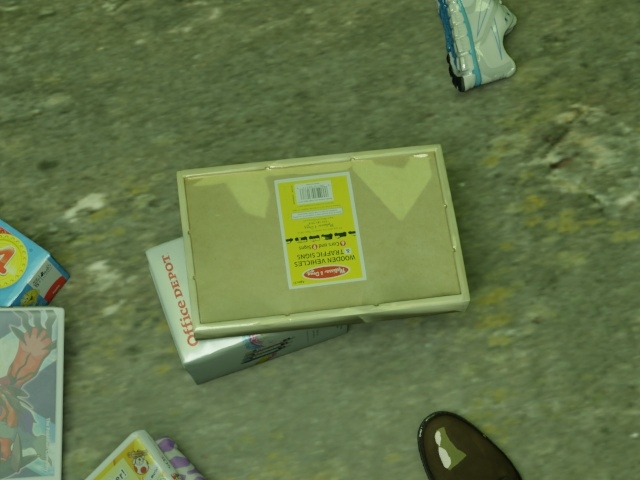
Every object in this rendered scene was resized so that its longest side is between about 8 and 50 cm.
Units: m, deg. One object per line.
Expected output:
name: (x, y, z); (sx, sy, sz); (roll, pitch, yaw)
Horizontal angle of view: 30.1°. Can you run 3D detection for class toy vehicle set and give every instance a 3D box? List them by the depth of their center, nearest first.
toy vehicle set: (0.000, 0.000, 1.157); (0.266, 0.035, 0.166); (-6, 71, -5)

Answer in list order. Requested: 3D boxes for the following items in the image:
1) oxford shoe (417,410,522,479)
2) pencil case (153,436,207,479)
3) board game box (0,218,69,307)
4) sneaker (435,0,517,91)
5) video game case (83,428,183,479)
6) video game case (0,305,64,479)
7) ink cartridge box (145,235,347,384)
oxford shoe: (0.175, 0.261, 1.171); (0.083, 0.096, 0.227); (-34, 73, -6)
pencil case: (-0.122, 0.292, 1.179); (0.088, 0.086, 0.206); (-43, 73, -2)
board game box: (-0.484, 0.065, 1.262); (0.308, 0.086, 0.302); (32, 77, 11)
sneaker: (0.178, -0.264, 1.353); (0.083, 0.071, 0.191); (-8, 81, -7)
video game case: (-0.186, 0.331, 1.148); (0.227, 0.026, 0.206); (-45, 74, 19)
video game case: (-0.349, 0.167, 1.186); (0.183, 0.023, 0.201); (0, 92, -25)
ink cartridge box: (-0.074, 0.054, 1.226); (0.176, 0.127, 0.128); (-18, 74, -6)
